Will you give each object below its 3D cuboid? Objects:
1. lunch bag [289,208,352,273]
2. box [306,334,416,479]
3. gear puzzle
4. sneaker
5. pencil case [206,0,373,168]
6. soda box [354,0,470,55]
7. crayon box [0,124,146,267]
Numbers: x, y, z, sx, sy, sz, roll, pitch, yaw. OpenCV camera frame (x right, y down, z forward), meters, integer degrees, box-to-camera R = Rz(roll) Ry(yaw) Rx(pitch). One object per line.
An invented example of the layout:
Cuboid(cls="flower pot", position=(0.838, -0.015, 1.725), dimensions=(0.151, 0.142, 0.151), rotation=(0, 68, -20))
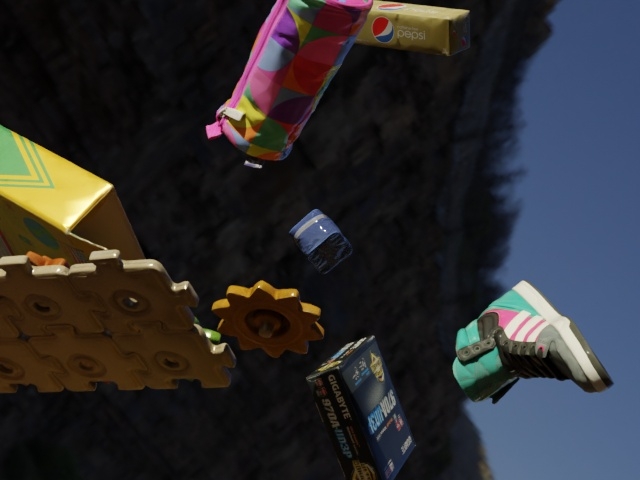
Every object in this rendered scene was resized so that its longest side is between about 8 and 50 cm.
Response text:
Cuboid(cls="lunch bag", position=(0.000, 0.000, 1.954), dimensions=(0.065, 0.067, 0.098), rotation=(52, -1, 31))
Cuboid(cls="box", position=(0.059, 0.236, 1.729), dimensions=(0.175, 0.051, 0.220), rotation=(69, 16, -1))
Cuboid(cls="gear puzzle", position=(-0.159, 0.056, 1.008), dimensions=(0.339, 0.044, 0.175), rotation=(-4, -42, 21))
Cuboid(cls="sneaker", position=(0.284, 0.172, 1.804), dimensions=(0.124, 0.178, 0.295), rotation=(53, 0, -21))
Cuboid(cls="pencil case", position=(-0.033, -0.192, 1.376), dimensions=(0.104, 0.104, 0.236), rotation=(47, -54, 23))
Cuboid(cls="soda box", position=(0.134, -0.322, 1.910), dimensions=(0.181, 0.061, 0.058), rotation=(13, -61, 35))
Cuboid(cls="crayon box", position=(-0.314, -0.019, 1.465), dimensions=(0.318, 0.081, 0.202), rotation=(28, -27, 25))
